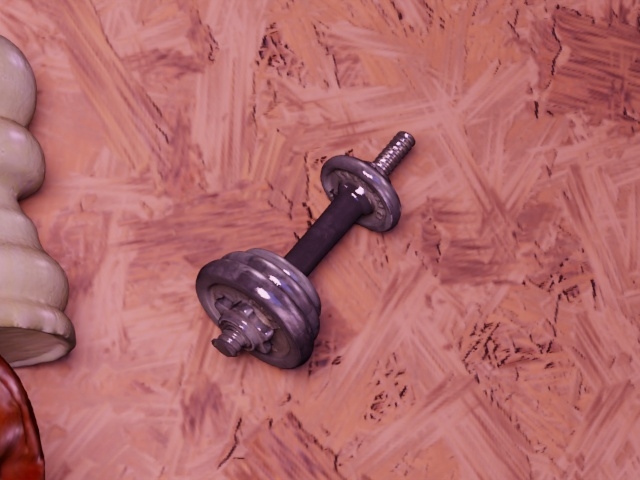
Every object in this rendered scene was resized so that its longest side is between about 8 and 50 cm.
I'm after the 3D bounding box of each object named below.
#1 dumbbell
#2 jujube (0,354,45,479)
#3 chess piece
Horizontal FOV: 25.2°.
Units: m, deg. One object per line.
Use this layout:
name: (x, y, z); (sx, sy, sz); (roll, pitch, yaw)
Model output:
dumbbell: (0.000, 0.000, 1.157); (0.110, 0.110, 0.254); (44, 63, -4)
jujube: (-0.333, 0.155, 0.920); (0.318, 0.223, 0.223); (-6, 77, 20)
chess piece: (-0.262, -0.038, 1.072); (0.144, 0.144, 0.251); (-1, 72, -17)
